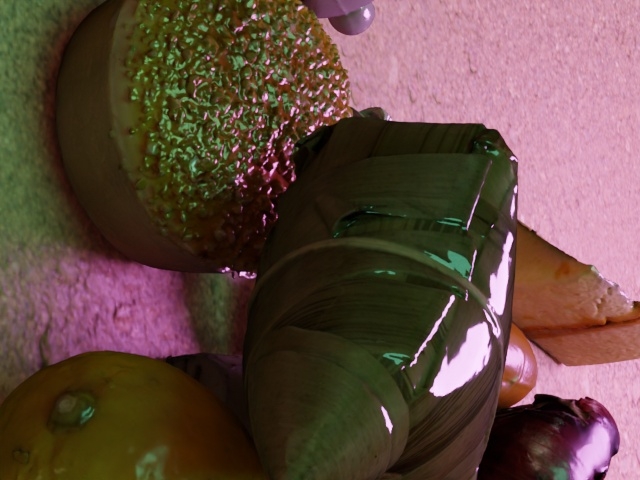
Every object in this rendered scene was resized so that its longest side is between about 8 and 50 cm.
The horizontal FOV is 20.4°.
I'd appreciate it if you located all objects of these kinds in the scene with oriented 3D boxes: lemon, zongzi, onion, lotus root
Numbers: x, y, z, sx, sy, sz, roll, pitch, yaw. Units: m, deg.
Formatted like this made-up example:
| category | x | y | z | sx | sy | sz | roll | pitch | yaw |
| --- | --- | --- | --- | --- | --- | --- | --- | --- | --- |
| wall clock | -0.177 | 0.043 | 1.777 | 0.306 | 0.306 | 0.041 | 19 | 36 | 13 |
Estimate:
| category | x | y | z | sx | sy | sz | roll | pitch | yaw |
| --- | --- | --- | --- | --- | --- | --- | --- | --- | --- |
| lemon | -0.151 | 0.206 | 1.365 | 0.236 | 0.236 | 0.263 | -50 | 127 | -49 |
| zongzi | 0.014 | 0.205 | 1.445 | 0.467 | 0.218 | 0.500 | -60 | 158 | -48 |
| onion | 0.186 | 0.251 | 1.892 | 0.195 | 0.272 | 0.272 | 42 | 39 | 2 |
| lotus root | -0.074 | 0.167 | 1.636 | 0.144 | 0.070 | 0.143 | -8 | 90 | -57 |

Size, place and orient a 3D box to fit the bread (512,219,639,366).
| category | x | y | z | sx | sy | sz | roll | pitch | yaw |
| --- | --- | --- | --- | --- | --- | --- | --- | --- | --- |
| bread | 0.333 | 0.052 | 2.183 | 0.240 | 0.178 | 0.135 | 39 | 53 | -44 |

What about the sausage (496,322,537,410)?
| category | x | y | z | sx | sy | sz | roll | pitch | yaw |
| --- | --- | --- | --- | --- | --- | --- | --- | --- | --- |
| sausage | 0.098 | 0.101 | 1.868 | 0.354 | 0.116 | 0.134 | 22 | 39 | -49 |

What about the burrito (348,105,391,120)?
| category | x | y | z | sx | sy | sz | roll | pitch | yaw |
| --- | --- | --- | --- | --- | --- | --- | --- | --- | --- |
| burrito | 0.000 | 0.000 | 1.701 | 0.059 | 0.082 | 0.275 | 19 | 88 | -75 |

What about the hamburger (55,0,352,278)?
| category | x | y | z | sx | sy | sz | roll | pitch | yaw |
| --- | --- | --- | --- | --- | --- | --- | --- | --- | --- |
| hamburger | -0.095 | -0.109 | 1.577 | 0.302 | 0.170 | 0.302 | 18 | 69 | -54 |

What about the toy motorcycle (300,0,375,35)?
| category | x | y | z | sx | sy | sz | roll | pitch | yaw |
| --- | --- | --- | --- | --- | --- | --- | --- | --- | --- |
| toy motorcycle | -0.003 | -0.302 | 1.683 | 0.341 | 0.108 | 0.223 | -26 | 101 | -79 |
